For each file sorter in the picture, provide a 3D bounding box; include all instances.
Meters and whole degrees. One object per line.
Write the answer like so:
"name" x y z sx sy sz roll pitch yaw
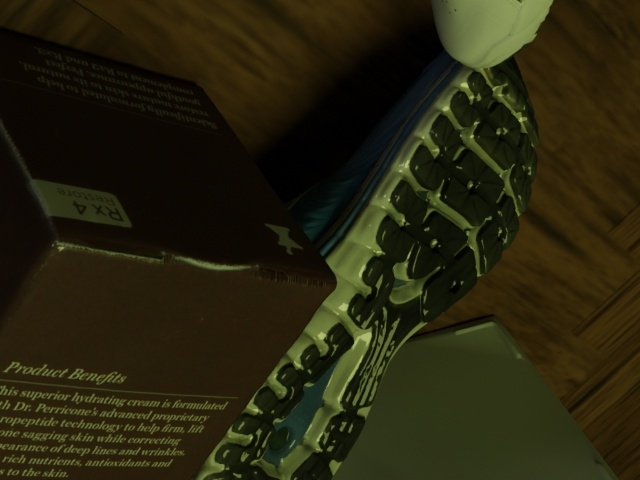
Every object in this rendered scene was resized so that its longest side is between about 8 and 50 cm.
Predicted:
"file sorter" 0.045 0.207 1.012 0.278 0.193 0.173 -12 140 -28

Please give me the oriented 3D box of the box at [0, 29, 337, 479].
"box" -0.138 0.031 0.689 0.168 0.167 0.203 12 123 -44

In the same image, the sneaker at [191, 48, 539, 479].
"sneaker" 0.000 0.000 0.807 0.330 0.147 0.130 -50 139 -12

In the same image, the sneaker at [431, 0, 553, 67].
"sneaker" 0.035 -0.174 0.662 0.153 0.094 0.235 -19 141 -19
